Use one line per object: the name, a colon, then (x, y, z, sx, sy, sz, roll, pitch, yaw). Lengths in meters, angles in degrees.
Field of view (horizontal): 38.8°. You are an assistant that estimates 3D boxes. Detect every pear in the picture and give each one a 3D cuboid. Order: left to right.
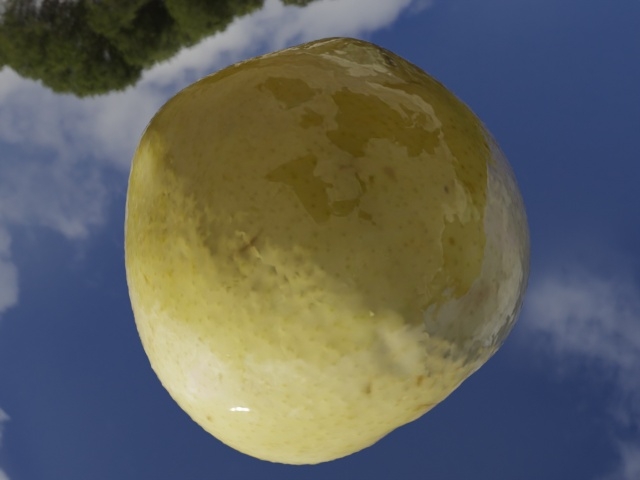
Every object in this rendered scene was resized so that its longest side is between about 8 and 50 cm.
pear: (0.000, 0.000, 0.669, 0.309, 0.309, 0.309, -6, -127, 9)
